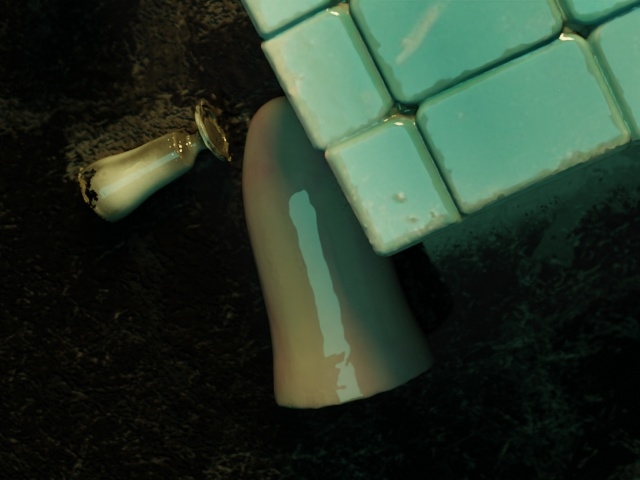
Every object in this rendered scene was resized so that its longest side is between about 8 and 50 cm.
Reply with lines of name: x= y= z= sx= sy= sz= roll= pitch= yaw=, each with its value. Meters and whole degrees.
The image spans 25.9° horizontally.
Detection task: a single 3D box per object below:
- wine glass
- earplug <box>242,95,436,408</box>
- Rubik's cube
wine glass: x=-0.172 y=-0.082 z=1.456 sx=0.155 sy=0.072 sz=0.072 roll=-27 pitch=100 yaw=17
earplug: x=0.000 y=0.000 z=1.407 sx=0.172 sy=0.172 sz=0.301 roll=-12 pitch=97 yaw=15
Rubik's cube: x=0.138 y=-0.217 z=1.217 sx=0.322 sy=0.319 sz=0.316 roll=-23 pitch=100 yaw=17
